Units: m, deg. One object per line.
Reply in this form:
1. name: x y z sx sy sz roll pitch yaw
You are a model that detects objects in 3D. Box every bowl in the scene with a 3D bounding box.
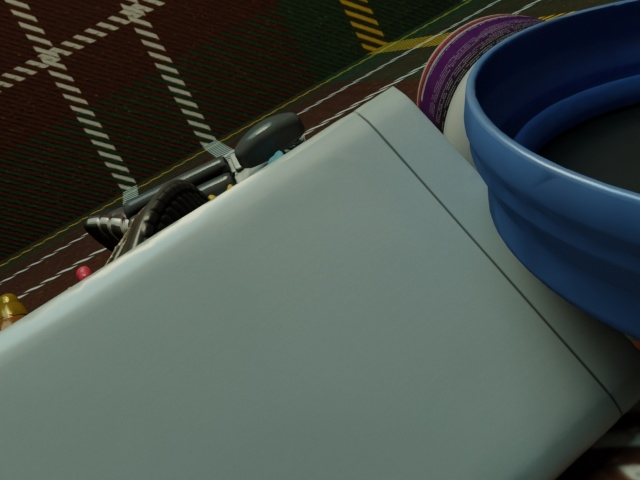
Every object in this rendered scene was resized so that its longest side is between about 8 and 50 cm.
1. bowl: 0.269 -0.053 0.403 0.391 0.077 0.391 -6 27 3

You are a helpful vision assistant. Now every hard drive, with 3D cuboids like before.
1. hard drive: -0.022 0.090 0.428 0.353 0.233 0.047 -35 -14 -19

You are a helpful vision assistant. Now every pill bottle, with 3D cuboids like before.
1. pill bottle: 0.192 -0.109 0.745 0.182 0.181 0.323 -26 16 9

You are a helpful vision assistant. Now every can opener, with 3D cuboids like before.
1. can opener: -0.151 -0.098 1.139 0.283 0.095 0.076 -25 47 -1

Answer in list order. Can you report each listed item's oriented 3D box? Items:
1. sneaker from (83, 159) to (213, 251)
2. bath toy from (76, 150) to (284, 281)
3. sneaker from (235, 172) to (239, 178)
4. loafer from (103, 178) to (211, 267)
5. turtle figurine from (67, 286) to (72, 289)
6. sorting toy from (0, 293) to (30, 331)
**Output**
1. sneaker: -0.225 -0.050 1.263 0.281 0.106 0.162 6 59 28
2. bath toy: -0.168 0.020 1.060 0.348 0.129 0.151 -33 16 -11
3. sneaker: -0.186 -0.051 1.338 0.292 0.118 0.110 -30 17 0
4. loafer: -0.197 0.068 0.865 0.130 0.134 0.366 -28 26 30
5. turtle figurine: -0.314 0.085 1.184 0.269 0.087 0.217 -40 9 -7
6. sorting toy: -0.491 0.173 1.057 0.366 0.126 0.127 -24 -19 17
